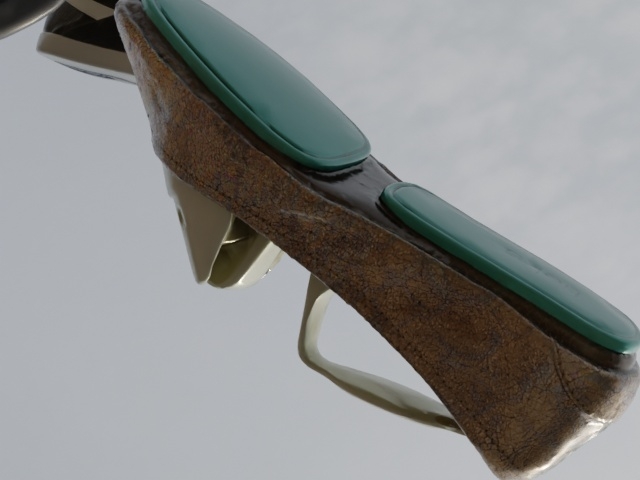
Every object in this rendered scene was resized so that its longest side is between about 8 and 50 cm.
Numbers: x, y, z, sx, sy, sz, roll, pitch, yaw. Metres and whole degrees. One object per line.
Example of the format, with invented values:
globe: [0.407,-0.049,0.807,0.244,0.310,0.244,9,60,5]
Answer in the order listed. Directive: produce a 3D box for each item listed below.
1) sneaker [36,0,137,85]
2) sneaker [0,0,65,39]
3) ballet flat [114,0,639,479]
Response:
sneaker: [-0.107,-0.171,0.992,0.216,0.079,0.121,17,-91,19]
sneaker: [-0.090,-0.169,0.277,0.180,0.124,0.321,17,-81,-2]
ballet flat: [0.000,0.000,0.626,0.316,0.107,0.106,40,-69,21]
